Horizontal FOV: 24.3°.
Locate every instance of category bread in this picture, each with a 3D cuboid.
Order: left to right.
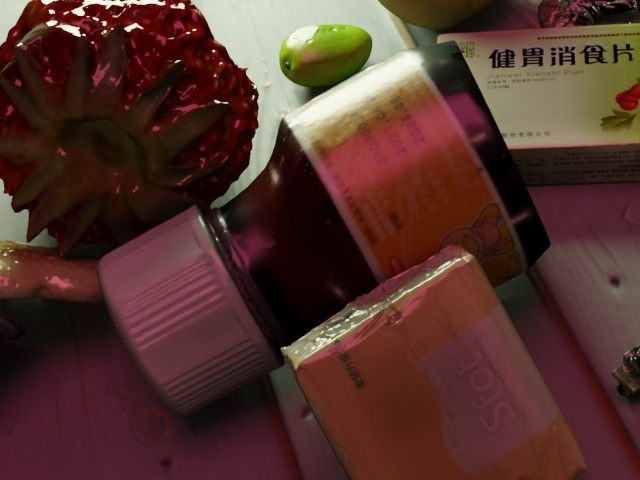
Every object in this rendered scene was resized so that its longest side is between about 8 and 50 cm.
[{"bbox_3d":[-0.318,0.025,1.451,0.250,0.182,0.039,9,94,17],"label":"bread"}]

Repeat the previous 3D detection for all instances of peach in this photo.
[{"bbox_3d":[0.128,-0.329,1.651,0.184,0.184,0.184,-6,49,7],"label":"peach"}]

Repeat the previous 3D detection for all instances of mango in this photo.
[{"bbox_3d":[0.007,-0.206,1.643,0.108,0.056,0.073,-24,55,-13],"label":"mango"}]

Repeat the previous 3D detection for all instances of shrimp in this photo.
[{"bbox_3d":[0.322,-0.251,1.640,0.161,0.034,0.091,-6,61,14],"label":"shrimp"}]

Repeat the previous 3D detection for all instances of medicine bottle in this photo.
[{"bbox_3d":[0.000,0.000,1.368,0.395,0.242,0.242,-29,49,4],"label":"medicine bottle"}]

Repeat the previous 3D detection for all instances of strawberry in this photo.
[{"bbox_3d":[-0.189,-0.152,1.521,0.292,0.292,0.343,-3,29,9],"label":"strawberry"}]

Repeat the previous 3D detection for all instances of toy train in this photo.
[{"bbox_3d":[0.298,0.106,1.322,0.083,0.053,0.033,-32,52,-18],"label":"toy train"}]

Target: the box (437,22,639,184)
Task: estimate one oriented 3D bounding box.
[{"bbox_3d":[0.249,-0.141,1.536,0.260,0.062,0.175,-2,50,10],"label":"box"}]

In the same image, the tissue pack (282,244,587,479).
[{"bbox_3d":[0.097,0.140,1.231,0.186,0.222,0.090,-30,9,-8],"label":"tissue pack"}]

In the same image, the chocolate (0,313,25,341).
[{"bbox_3d":[-0.398,0.118,1.386,0.221,0.221,0.147,12,73,21],"label":"chocolate"}]
